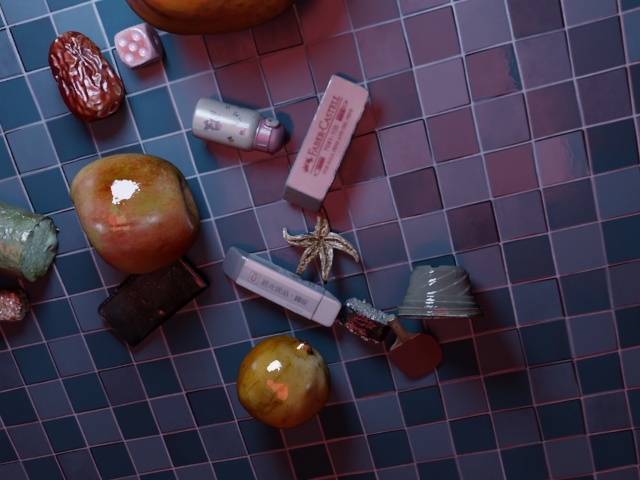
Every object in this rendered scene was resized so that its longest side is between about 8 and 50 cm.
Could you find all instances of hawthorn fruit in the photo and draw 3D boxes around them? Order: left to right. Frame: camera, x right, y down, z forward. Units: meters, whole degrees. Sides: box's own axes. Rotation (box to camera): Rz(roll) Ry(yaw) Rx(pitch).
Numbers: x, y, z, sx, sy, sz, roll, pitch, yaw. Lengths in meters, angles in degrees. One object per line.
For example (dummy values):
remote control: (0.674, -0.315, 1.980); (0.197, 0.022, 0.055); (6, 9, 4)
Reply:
hawthorn fruit: (-0.234, -0.679, 1.458); (0.471, 0.472, 0.472); (2, 107, 6)

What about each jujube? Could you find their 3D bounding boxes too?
jujube: (-0.599, -0.413, 1.709); (0.155, 0.155, 0.230); (-31, 95, 15)

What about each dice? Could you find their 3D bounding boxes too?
dice: (-0.457, -0.490, 1.695); (0.091, 0.093, 0.094); (-17, 104, 11)

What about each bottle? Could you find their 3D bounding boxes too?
bottle: (-0.205, -0.287, 1.721); (0.233, 0.110, 0.110); (15, 108, 2)

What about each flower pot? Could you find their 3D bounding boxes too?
flower pot: (0.312, 0.137, 1.756); (0.235, 0.235, 0.141); (2, 85, 6)

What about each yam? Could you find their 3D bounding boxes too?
yam: (-0.899, -0.015, 1.845); (0.299, 0.195, 0.195); (17, 108, -1)

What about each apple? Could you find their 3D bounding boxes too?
apple: (-0.461, -0.077, 1.716); (0.277, 0.319, 0.319); (-26, 104, -7)

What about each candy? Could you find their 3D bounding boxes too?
candy: (-0.919, 0.191, 1.967); (0.110, 0.085, 0.096); (-8, 100, -2)

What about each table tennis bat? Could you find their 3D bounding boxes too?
table tennis bat: (0.247, 0.288, 1.854); (0.138, 0.022, 0.247); (-29, 124, 10)

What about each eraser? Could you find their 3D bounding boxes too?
eraser: (-0.110, 0.127, 1.864); (0.351, 0.061, 0.089); (25, 109, -2)
eraser: (0.011, -0.239, 1.718); (0.111, 0.077, 0.353); (24, 104, -2)

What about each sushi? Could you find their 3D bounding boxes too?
sushi: (0.123, 0.221, 1.854); (0.150, 0.090, 0.078); (27, 112, -4)

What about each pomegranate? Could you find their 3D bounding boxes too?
pomegranate: (-0.096, 0.386, 1.845); (0.264, 0.264, 0.265); (2, 107, 6)

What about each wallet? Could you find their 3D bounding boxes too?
wallet: (-0.485, 0.160, 1.926); (0.318, 0.045, 0.172); (-39, 102, 15)

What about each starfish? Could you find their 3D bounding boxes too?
starfish: (0.001, 0.001, 1.818); (0.212, 0.057, 0.238); (3, 90, 9)
